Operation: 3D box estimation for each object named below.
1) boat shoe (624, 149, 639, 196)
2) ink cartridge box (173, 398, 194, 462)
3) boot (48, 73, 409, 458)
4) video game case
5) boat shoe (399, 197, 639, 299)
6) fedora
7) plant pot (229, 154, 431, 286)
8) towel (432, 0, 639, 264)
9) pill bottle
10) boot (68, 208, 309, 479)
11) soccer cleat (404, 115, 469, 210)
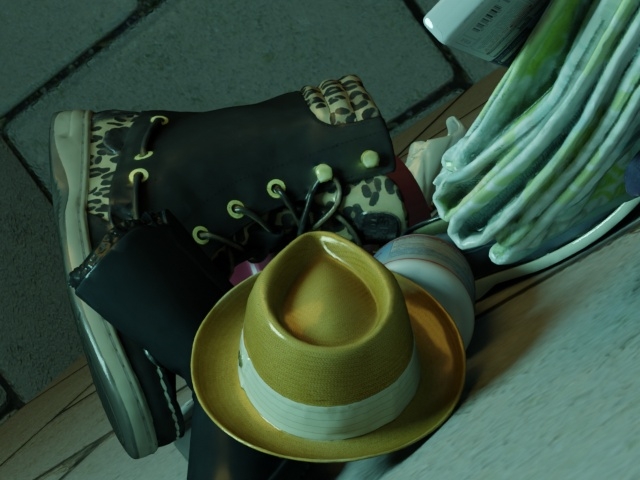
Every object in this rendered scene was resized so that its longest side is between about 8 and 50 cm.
[{"bbox_3d":[0.309,-0.110,0.977,0.340,0.127,0.158,-29,-13,-23],"label":"boat shoe"},{"bbox_3d":[-0.063,0.144,1.440,0.099,0.056,0.135,-35,6,1],"label":"ink cartridge box"},{"bbox_3d":[-0.068,0.000,1.455,0.284,0.138,0.377,-12,39,-6],"label":"boot"},{"bbox_3d":[0.159,-0.176,0.982,0.201,0.023,0.183,-47,-18,15],"label":"video game case"},{"bbox_3d":[0.159,-0.024,1.370,0.095,0.079,0.254,-41,7,-39],"label":"boat shoe"},{"bbox_3d":[0.005,0.055,1.138,0.194,0.194,0.079,-40,-38,-37],"label":"fedora"},{"bbox_3d":[0.000,0.000,1.685,0.180,0.201,0.201,-22,0,-21],"label":"plant pot"},{"bbox_3d":[0.254,-0.150,1.062,0.374,0.090,0.320,-28,-21,-39],"label":"towel"},{"bbox_3d":[0.071,0.043,1.304,0.087,0.087,0.160,-35,5,10],"label":"pill bottle"},{"bbox_3d":[-0.096,0.091,1.221,0.094,0.207,0.246,-45,5,25],"label":"boot"},{"bbox_3d":[0.117,-0.074,2.114,0.196,0.076,0.068,-39,6,-30],"label":"soccer cleat"}]
